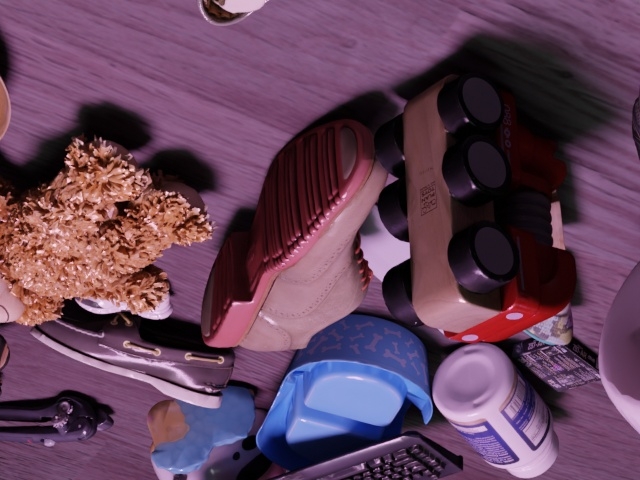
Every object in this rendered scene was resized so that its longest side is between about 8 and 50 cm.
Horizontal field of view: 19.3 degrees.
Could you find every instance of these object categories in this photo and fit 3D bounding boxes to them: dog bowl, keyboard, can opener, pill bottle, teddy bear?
[{"bbox_3d":[0.030,0.177,2.106,0.166,0.074,0.297,15,148,-6],"label":"dog bowl"},{"bbox_3d":[0.092,0.030,1.919,0.072,0.014,0.256,-21,136,33],"label":"keyboard"},{"bbox_3d":[-0.348,0.228,2.313,0.186,0.059,0.073,-6,144,24],"label":"can opener"},{"bbox_3d":[0.197,0.191,2.054,0.094,0.094,0.169,-9,142,29],"label":"pill bottle"},{"bbox_3d":[0.019,0.302,2.173,0.317,0.033,0.201,-21,149,24],"label":"keyboard"},{"bbox_3d":[-0.258,0.002,1.878,0.338,0.113,0.245,-12,146,28],"label":"teddy bear"}]

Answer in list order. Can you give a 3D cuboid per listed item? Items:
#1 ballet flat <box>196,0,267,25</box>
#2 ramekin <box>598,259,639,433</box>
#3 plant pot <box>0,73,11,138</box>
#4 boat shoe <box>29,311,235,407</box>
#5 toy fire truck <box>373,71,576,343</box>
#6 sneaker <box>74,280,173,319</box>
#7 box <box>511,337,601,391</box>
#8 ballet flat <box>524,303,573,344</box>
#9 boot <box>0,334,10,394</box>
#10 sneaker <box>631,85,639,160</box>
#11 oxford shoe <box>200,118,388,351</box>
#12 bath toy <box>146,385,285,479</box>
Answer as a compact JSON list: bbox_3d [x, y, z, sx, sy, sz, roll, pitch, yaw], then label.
[{"bbox_3d":[-0.025,-0.231,1.498,0.072,0.068,0.213,30,143,-27],"label":"ballet flat"},{"bbox_3d":[0.382,0.088,1.685,0.135,0.277,0.277,40,139,-26],"label":"ramekin"},{"bbox_3d":[-0.400,-0.150,1.732,0.236,0.032,0.236,4,145,3],"label":"plant pot"},{"bbox_3d":[-0.208,0.117,2.096,0.228,0.068,0.081,20,-174,-7],"label":"boat shoe"},{"bbox_3d":[0.170,-0.007,1.668,0.246,0.217,0.158,15,150,-33],"label":"toy fire truck"},{"bbox_3d":[-0.213,0.055,2.033,0.109,0.040,0.044,4,131,5],"label":"sneaker"},{"bbox_3d":[0.256,0.129,2.011,0.067,0.018,0.083,-22,135,41],"label":"box"},{"bbox_3d":[0.189,0.033,1.845,0.221,0.077,0.079,31,123,-28],"label":"ballet flat"},{"bbox_3d":[-0.401,0.152,2.215,0.198,0.077,0.137,-1,152,42],"label":"boot"},{"bbox_3d":[0.373,-0.075,1.603,0.227,0.087,0.130,13,149,4],"label":"sneaker"},{"bbox_3d":[0.000,0.000,1.810,0.130,0.123,0.348,13,147,-20],"label":"oxford shoe"},{"bbox_3d":[-0.112,0.307,2.300,0.151,0.129,0.348,0,147,16],"label":"bath toy"}]
